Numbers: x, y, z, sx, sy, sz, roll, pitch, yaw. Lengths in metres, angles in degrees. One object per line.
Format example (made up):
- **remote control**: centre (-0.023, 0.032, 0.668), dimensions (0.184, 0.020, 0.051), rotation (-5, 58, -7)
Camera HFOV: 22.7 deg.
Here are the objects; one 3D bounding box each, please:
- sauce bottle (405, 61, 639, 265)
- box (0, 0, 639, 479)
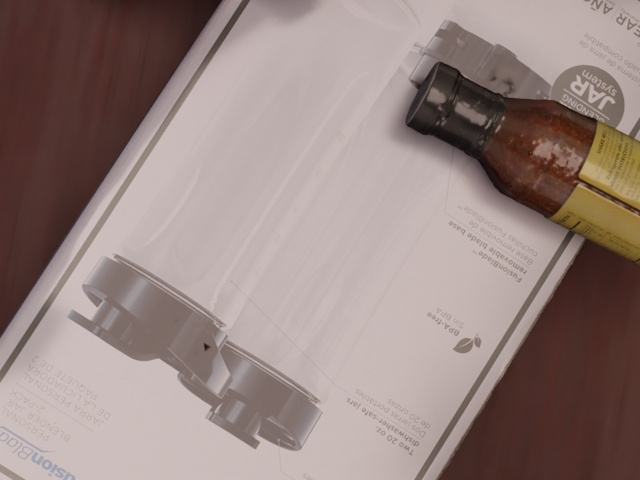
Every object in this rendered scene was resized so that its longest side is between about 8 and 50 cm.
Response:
- **sauce bottle**: centre (0.093, -0.025, 0.574), dimensions (0.128, 0.042, 0.042), rotation (29, 86, -6)
- **box**: centre (0.000, 0.000, 0.629), dimensions (0.169, 0.087, 0.290), rotation (32, 85, -4)
